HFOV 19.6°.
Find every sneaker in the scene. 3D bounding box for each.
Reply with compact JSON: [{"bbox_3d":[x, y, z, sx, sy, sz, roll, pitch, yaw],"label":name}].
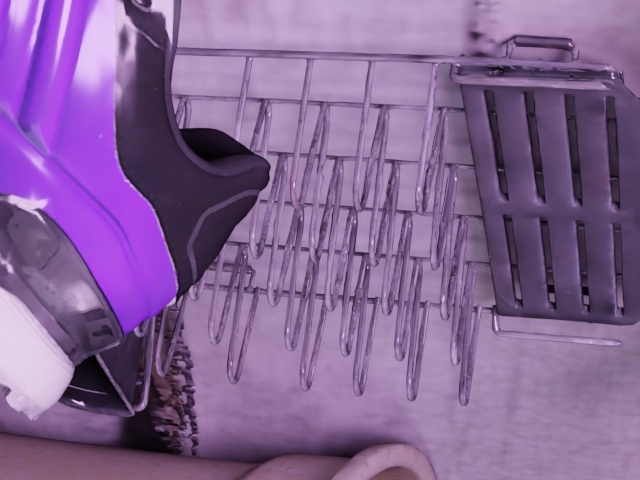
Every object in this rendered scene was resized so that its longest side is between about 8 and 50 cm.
[{"bbox_3d":[-0.114,-0.098,0.558,0.293,0.146,0.102,58,173,-25],"label":"sneaker"}]

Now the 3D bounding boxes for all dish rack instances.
[{"bbox_3d":[0.000,0.000,0.715,0.272,0.074,0.208,3,151,13],"label":"dish rack"}]

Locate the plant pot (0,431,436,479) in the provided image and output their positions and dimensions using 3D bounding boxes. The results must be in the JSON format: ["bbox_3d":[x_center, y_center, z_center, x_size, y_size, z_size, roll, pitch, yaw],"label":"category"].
[{"bbox_3d":[-0.133,0.234,0.971,0.305,0.334,0.334,12,153,21],"label":"plant pot"}]
